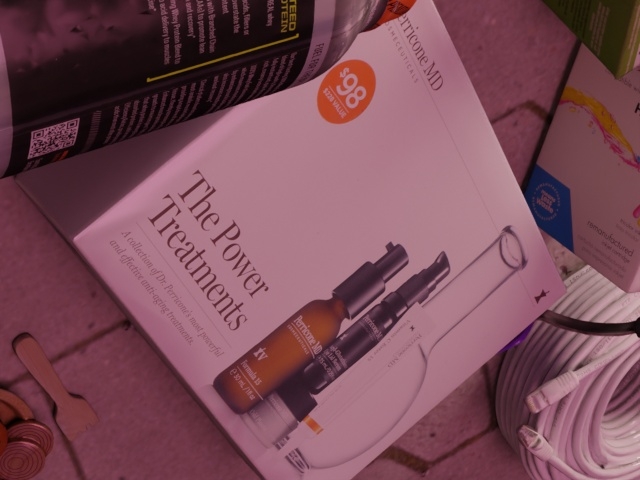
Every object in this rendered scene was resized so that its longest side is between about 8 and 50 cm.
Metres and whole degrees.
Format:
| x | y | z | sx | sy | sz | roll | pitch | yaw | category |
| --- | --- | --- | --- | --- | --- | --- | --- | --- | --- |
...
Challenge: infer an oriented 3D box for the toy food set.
| x | y | z | sx | sy | sz | roll | pitch | yaw | category |
| --- | --- | --- | --- | --- | --- | --- | --- | --- | --- |
| -0.249 | 0.159 | 1.139 | 0.192 | 0.038 | 0.132 | -36 | 136 | -10 | toy food set |

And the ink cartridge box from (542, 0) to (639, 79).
| x | y | z | sx | sy | sz | roll | pitch | yaw | category |
| --- | --- | --- | --- | --- | --- | --- | --- | --- | --- |
| 0.291 | -0.258 | 1.164 | 0.255 | 0.097 | 0.189 | -32 | 157 | -14 | ink cartridge box |

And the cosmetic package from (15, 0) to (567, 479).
| x | y | z | sx | sy | sz | roll | pitch | yaw | category |
| --- | --- | --- | --- | --- | --- | --- | --- | --- | --- |
| 0.000 | 0.000 | 1.176 | 0.284 | 0.097 | 0.377 | -42 | 137 | -9 | cosmetic package |

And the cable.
| x | y | z | sx | sy | sz | roll | pitch | yaw | category |
| --- | --- | --- | --- | --- | --- | --- | --- | --- | --- |
| 0.279 | 0.123 | 1.484 | 0.257 | 0.089 | 0.257 | -40 | 137 | -8 | cable |

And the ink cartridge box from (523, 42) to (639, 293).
| x | y | z | sx | sy | sz | roll | pitch | yaw | category |
| --- | --- | --- | --- | --- | --- | --- | --- | --- | --- |
| 0.257 | -0.092 | 1.271 | 0.078 | 0.134 | 0.231 | -6 | 124 | -39 | ink cartridge box |

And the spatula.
| x | y | z | sx | sy | sz | roll | pitch | yaw | category |
| --- | --- | --- | --- | --- | --- | --- | --- | --- | --- |
| 0.228 | 0.064 | 1.298 | 0.084 | 0.296 | 0.030 | -55 | 131 | -55 | spatula |

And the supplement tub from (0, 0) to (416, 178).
| x | y | z | sx | sy | sz | roll | pitch | yaw | category |
| --- | --- | --- | --- | --- | --- | --- | --- | --- | --- |
| -0.109 | -0.155 | 0.903 | 0.316 | 0.193 | 0.193 | -19 | 131 | -25 | supplement tub |
